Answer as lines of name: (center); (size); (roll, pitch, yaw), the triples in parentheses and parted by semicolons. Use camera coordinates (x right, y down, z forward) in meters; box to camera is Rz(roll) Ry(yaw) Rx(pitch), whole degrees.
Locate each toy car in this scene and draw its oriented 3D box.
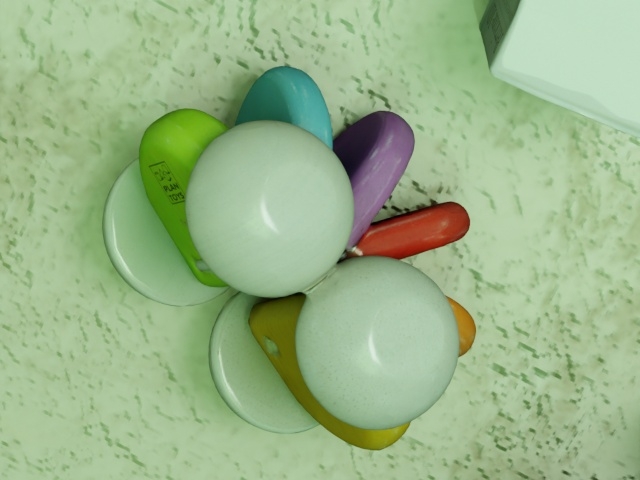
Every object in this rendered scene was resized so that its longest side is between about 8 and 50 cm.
toy car: (0.000, 0.000, 0.906); (0.136, 0.159, 0.182); (-44, 103, -22)

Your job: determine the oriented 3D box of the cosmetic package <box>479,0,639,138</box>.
cosmetic package: (0.146, -0.171, 0.850); (0.085, 0.117, 0.231); (21, 105, -4)
